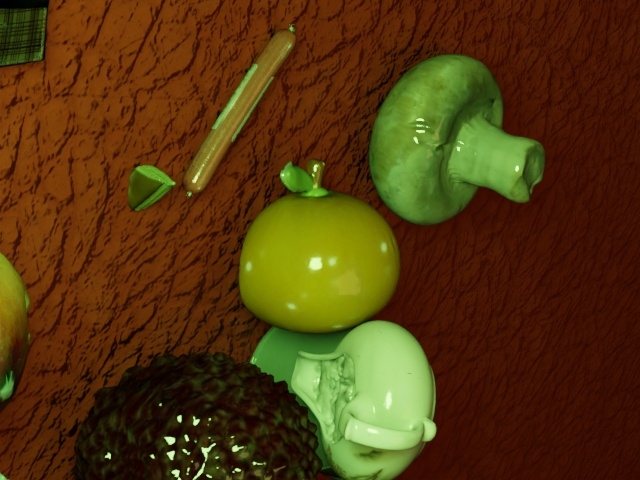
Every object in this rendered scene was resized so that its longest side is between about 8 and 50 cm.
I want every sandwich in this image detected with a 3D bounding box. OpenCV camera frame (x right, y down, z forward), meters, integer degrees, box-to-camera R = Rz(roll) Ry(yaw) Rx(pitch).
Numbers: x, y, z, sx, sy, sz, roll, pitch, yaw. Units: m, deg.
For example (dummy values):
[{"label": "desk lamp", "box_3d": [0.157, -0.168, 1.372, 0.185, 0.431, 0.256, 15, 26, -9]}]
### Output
[{"label": "sandwich", "box_3d": [-0.200, -0.066, 1.697, 0.031, 0.044, 0.083, -18, 168, -42]}]

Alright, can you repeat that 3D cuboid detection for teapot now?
[{"label": "teapot", "box_3d": [0.057, 0.199, 1.796, 0.139, 0.298, 0.204, 14, 92, -18]}]

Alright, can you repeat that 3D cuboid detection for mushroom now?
[{"label": "mushroom", "box_3d": [0.193, -0.128, 2.017, 0.243, 0.243, 0.243, -32, 135, -38]}]

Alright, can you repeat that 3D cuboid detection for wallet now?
[{"label": "wallet", "box_3d": [-0.307, -0.275, 1.411, 0.124, 0.042, 0.230, -16, 122, -45]}]

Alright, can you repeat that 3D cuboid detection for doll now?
[{"label": "doll", "box_3d": [0.000, 0.000, 1.878, 0.213, 0.213, 0.236, -18, 112, -47]}]

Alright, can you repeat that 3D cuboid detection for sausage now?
[{"label": "sausage", "box_3d": [-0.097, -0.158, 1.775, 0.253, 0.034, 0.034, -58, 146, -8]}]

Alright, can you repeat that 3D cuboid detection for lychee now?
[{"label": "lychee", "box_3d": [-0.144, 0.279, 1.757, 0.330, 0.306, 0.306, -22, 128, -50]}]

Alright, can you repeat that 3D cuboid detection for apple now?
[{"label": "apple", "box_3d": [-0.372, 0.083, 1.447, 0.199, 0.199, 0.199, -32, 135, -38]}]

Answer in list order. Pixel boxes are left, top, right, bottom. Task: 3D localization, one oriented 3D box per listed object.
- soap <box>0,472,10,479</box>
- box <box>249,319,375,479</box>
[{"label": "soap", "box_3d": [-0.415, 0.319, 1.587, 0.198, 0.119, 0.066, -25, 130, -43]}, {"label": "box", "box_3d": [0.029, 0.213, 2.017, 0.149, 0.226, 0.226, 29, 87, -56]}]
